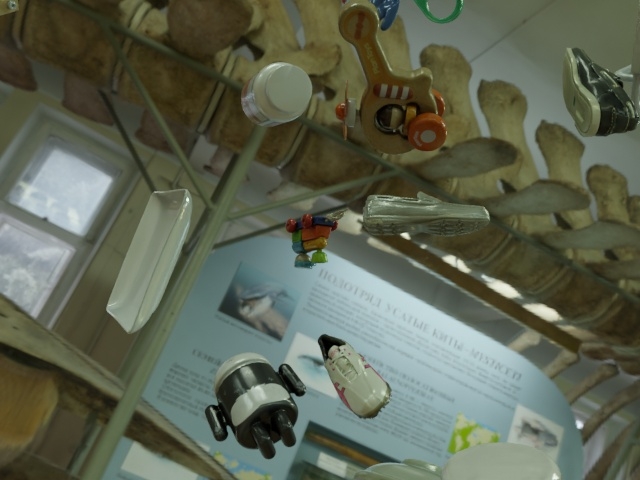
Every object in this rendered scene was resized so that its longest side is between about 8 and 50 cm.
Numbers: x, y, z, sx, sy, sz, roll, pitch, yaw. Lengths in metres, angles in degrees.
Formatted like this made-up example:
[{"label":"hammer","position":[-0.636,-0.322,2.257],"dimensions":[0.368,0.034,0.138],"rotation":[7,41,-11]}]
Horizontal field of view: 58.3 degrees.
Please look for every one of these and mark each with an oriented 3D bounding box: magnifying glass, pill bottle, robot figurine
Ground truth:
[{"label":"magnifying glass","position":[0.230,-0.588,1.354],"dimensions":[0.231,0.026,0.092],"rotation":[33,-53,18]},{"label":"pill bottle","position":[-0.092,-0.308,1.214],"dimensions":[0.121,0.121,0.216],"rotation":[30,-3,-19]},{"label":"pill bottle","position":[0.277,0.466,0.822],"dimensions":[0.170,0.301,0.169],"rotation":[-10,5,1]},{"label":"robot figurine","position":[-0.163,0.413,1.458],"dimensions":[0.209,0.173,0.278],"rotation":[10,25,-39]}]

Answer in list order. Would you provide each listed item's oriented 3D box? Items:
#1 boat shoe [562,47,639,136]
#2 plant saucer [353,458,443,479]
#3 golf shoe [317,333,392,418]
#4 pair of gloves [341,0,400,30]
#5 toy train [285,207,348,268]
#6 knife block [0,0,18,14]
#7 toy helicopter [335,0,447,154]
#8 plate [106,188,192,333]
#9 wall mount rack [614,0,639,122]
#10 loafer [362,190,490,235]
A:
[{"label":"boat shoe","position":[0.443,-0.243,0.930],"dimensions":[0.079,0.233,0.084],"rotation":[-4,-48,9]},{"label":"plant saucer","position":[0.278,0.610,1.355],"dimensions":[0.401,0.100,0.400],"rotation":[23,-27,12]},{"label":"golf shoe","position":[0.041,0.199,0.852],"dimensions":[0.086,0.067,0.186],"rotation":[46,-4,-20]},{"label":"pair of gloves","position":[0.118,-0.534,1.227],"dimensions":[0.159,0.198,0.023],"rotation":[-36,-27,23]},{"label":"toy train","position":[0.000,0.000,1.584],"dimensions":[0.105,0.143,0.248],"rotation":[5,-10,-32]},{"label":"knife block","position":[-0.553,-0.436,0.822],"dimensions":[0.242,0.088,0.275],"rotation":[38,-40,14]},{"label":"toy helicopter","position":[0.115,-0.329,1.211],"dimensions":[0.235,0.140,0.355],"rotation":[-14,-51,21]},{"label":"plate","position":[-0.335,0.034,1.137],"dimensions":[0.045,0.277,0.278],"rotation":[23,-8,-28]},{"label":"wall mount rack","position":[0.587,-0.322,0.811],"dimensions":[0.304,0.131,0.349],"rotation":[33,-41,49]},{"label":"loafer","position":[0.269,-0.076,1.475],"dimensions":[0.320,0.111,0.112],"rotation":[2,-25,8]}]
